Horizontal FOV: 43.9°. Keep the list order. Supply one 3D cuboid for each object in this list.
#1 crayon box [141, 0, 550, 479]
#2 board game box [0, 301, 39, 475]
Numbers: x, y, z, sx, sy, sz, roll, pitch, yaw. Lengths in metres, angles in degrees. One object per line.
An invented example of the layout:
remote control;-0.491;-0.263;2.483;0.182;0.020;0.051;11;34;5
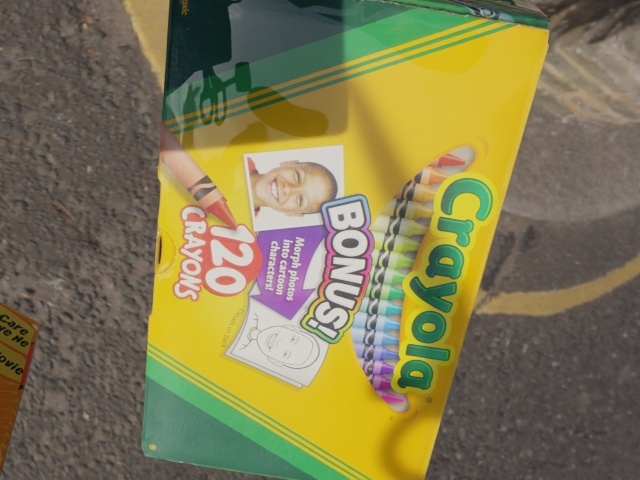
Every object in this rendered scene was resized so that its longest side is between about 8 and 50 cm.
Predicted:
crayon box;0.000;0.000;0.427;0.165;0.081;0.278;9;117;-1
board game box;-0.463;0.186;0.505;0.356;0.356;0.356;-40;121;22
